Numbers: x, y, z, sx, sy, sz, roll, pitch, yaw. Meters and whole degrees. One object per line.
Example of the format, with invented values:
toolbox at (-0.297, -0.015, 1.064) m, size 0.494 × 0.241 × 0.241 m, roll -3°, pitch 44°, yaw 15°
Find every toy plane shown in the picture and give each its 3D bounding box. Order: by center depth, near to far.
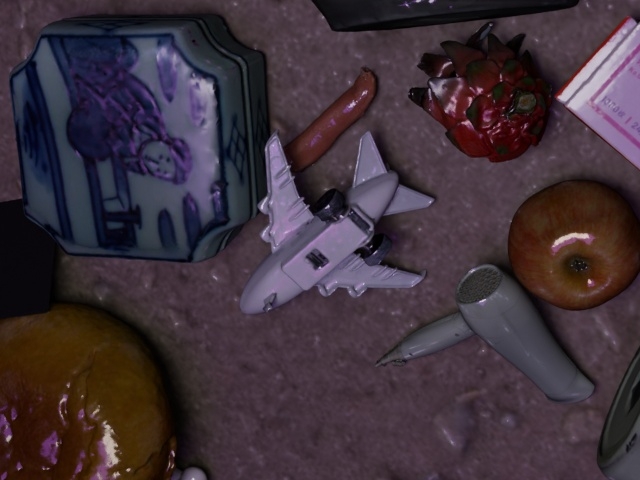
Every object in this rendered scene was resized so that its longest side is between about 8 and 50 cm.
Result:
toy plane at (0.001, 0.001, 1.333) m, size 0.255 × 0.101 × 0.251 m, roll -43°, pitch 109°, yaw 9°

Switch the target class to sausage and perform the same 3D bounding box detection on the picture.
sausage at (0.011, -0.135, 1.350) m, size 0.042 × 0.036 × 0.158 m, roll 42°, pitch 114°, yaw -7°

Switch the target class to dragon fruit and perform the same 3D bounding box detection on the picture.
dragon fruit at (0.178, -0.150, 1.247) m, size 0.121 × 0.130 × 0.142 m, roll -43°, pitch 58°, yaw 30°

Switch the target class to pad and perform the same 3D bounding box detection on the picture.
pad at (-0.449, 0.029, 1.513) m, size 0.246 × 0.006 × 0.170 m, roll -9°, pitch 66°, yaw 20°

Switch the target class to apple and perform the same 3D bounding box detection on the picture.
apple at (0.276, 0.005, 1.259) m, size 0.146 × 0.131 × 0.146 m, roll 4°, pitch 109°, yaw 11°

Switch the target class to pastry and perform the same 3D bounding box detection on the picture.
pastry at (-0.339, 0.246, 1.476) m, size 0.356 × 0.164 × 0.355 m, roll -3°, pitch 84°, yaw 30°

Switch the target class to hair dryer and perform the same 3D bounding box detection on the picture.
hair dryer at (0.170, 0.135, 1.371) m, size 0.237 × 0.075 × 0.206 m, roll -18°, pitch 125°, yaw 38°

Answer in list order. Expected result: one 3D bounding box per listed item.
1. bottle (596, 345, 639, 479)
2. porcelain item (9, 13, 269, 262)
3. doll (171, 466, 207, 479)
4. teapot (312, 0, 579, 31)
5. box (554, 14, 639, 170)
bottle at (0.487, 0.234, 1.230) m, size 0.352 × 0.229 × 0.229 m, roll 26°, pitch 113°, yaw 5°
porcelain item at (-0.210, -0.120, 1.362) m, size 0.286 × 0.157 × 0.281 m, roll 5°, pitch 110°, yaw 17°
doll at (-0.222, 0.308, 1.555) m, size 0.162 × 0.062 × 0.106 m, roll 34°, pitch 123°, yaw 6°
teapot at (0.079, -0.384, 1.089) m, size 0.306 × 0.376 × 0.361 m, roll 5°, pitch 104°, yaw 59°
box at (0.371, -0.121, 1.224) m, size 0.229 × 0.050 × 0.123 m, roll 42°, pitch 106°, yaw 1°
